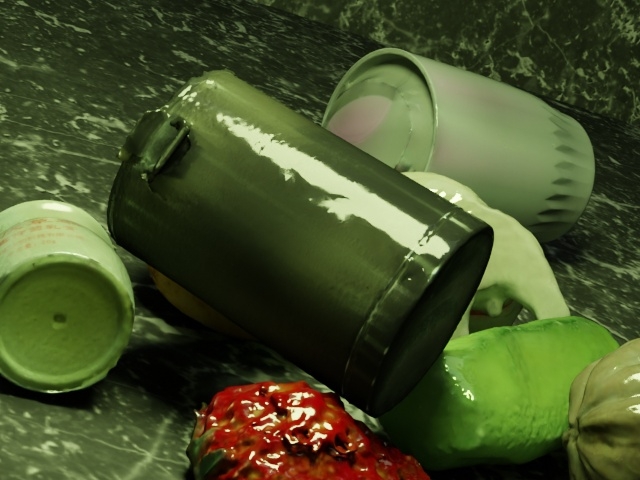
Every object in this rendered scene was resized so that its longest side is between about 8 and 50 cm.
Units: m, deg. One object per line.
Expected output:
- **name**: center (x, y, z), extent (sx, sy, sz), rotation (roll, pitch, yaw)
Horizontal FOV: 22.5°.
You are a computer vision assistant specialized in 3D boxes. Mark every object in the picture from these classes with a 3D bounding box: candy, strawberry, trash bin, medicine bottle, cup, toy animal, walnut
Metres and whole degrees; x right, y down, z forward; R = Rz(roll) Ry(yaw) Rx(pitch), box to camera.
- **candy**: center (0.203, 0.162, 1.692), extent (0.132, 0.142, 0.343), rotation (-23, -12, 38)
- **strawberry**: center (0.006, 0.186, 1.403), extent (0.236, 0.111, 0.190), rotation (15, 16, -19)
- **trash bin**: center (-0.019, -0.001, 1.482), extent (0.301, 0.203, 0.252), rotation (32, -4, 17)
- **medicine bottle**: center (-0.247, 0.049, 1.464), extent (0.147, 0.147, 0.143), rotation (14, 17, -21)
- **cup**: center (0.198, -0.121, 2.310), extent (0.371, 0.253, 0.253), rotation (9, 21, -38)
- **toy animal**: center (0.102, 0.034, 1.928), extent (0.307, 0.266, 0.188), rotation (-23, 4, 1)
- **walnut**: center (0.349, 0.199, 1.587), extent (0.224, 0.224, 0.224), rotation (19, 17, -6)

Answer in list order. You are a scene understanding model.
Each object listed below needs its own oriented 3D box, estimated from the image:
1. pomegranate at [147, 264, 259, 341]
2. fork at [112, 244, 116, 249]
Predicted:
- **pomegranate**: center (-0.072, -0.005, 1.710), extent (0.248, 0.248, 0.248), rotation (19, 17, -6)
- **fork**: center (-0.298, 0.008, 1.750), extent (0.034, 0.028, 0.219), rotation (22, 12, 31)
